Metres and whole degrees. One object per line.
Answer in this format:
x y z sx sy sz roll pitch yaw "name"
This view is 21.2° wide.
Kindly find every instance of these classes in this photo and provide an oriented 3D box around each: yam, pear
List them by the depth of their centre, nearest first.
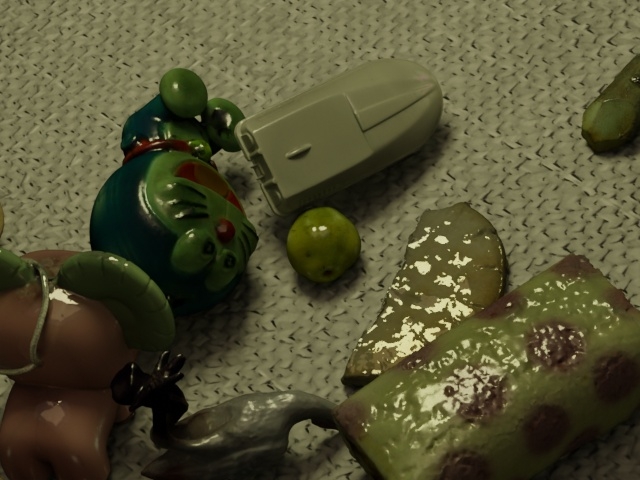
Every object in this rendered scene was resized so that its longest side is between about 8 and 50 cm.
0.000 0.000 2.064 0.092 0.092 0.097 -22 52 -4 "pear"
0.384 -0.174 2.120 0.070 0.069 0.146 30 63 30 "yam"

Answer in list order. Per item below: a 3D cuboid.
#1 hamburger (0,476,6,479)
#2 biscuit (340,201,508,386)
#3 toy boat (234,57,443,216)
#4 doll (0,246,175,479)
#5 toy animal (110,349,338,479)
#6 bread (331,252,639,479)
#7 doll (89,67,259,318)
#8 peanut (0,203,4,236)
-0.387 0.343 1.812 0.237 0.236 0.147 23 26 27 "hamburger"
0.142 0.067 2.009 0.141 0.038 0.289 17 58 23 "biscuit"
0.024 -0.133 2.120 0.269 0.140 0.141 -27 49 -33 "toy boat"
-0.297 0.117 1.919 0.284 0.268 0.216 2 45 13 "doll"
-0.076 0.207 1.898 0.324 0.195 0.090 6 45 -19 "toy animal"
0.193 0.167 1.844 0.338 0.155 0.187 -32 54 -13 "bread"
-0.177 -0.038 2.064 0.186 0.198 0.321 -29 40 29 "doll"
-0.564 -0.026 2.182 0.325 0.140 0.153 3 72 10 "peanut"
